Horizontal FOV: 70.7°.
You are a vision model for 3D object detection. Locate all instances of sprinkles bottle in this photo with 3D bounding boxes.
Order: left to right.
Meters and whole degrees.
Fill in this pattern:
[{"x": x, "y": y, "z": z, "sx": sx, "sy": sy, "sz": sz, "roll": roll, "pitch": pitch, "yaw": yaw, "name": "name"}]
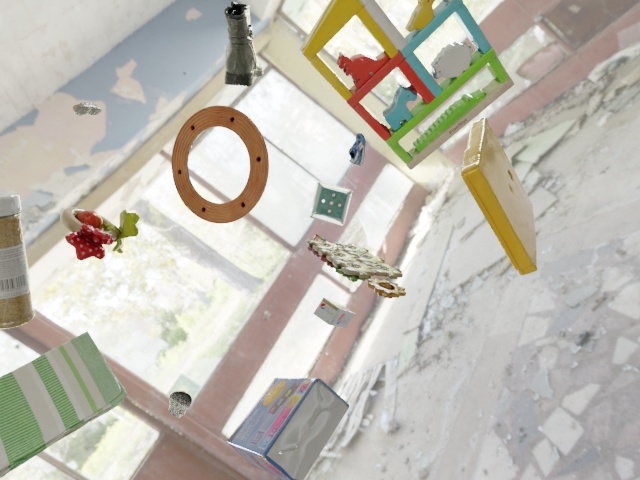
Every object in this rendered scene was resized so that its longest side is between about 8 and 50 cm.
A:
[{"x": -0.837, "y": 0.050, "z": 1.178, "sx": 0.121, "sy": 0.122, "sz": 0.354, "roll": -82, "pitch": -5, "yaw": -73, "name": "sprinkles bottle"}]

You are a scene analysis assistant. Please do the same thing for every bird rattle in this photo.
[{"x": -0.680, "y": -0.026, "z": 1.348, "sx": 0.143, "sy": 0.207, "sz": 0.253, "roll": -60, "pitch": -8, "yaw": 17, "name": "bird rattle"}]

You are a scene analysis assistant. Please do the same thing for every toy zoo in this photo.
[{"x": 0.110, "y": -0.251, "z": 0.608, "sx": 0.192, "sy": 0.293, "sz": 0.030, "roll": -41, "pitch": 33, "yaw": 19, "name": "toy zoo"}]

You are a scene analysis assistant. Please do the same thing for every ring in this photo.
[{"x": -0.291, "y": -0.216, "z": 1.303, "sx": 0.336, "sy": 0.336, "sz": 0.032, "roll": -49, "pitch": -13, "yaw": 22, "name": "ring"}]

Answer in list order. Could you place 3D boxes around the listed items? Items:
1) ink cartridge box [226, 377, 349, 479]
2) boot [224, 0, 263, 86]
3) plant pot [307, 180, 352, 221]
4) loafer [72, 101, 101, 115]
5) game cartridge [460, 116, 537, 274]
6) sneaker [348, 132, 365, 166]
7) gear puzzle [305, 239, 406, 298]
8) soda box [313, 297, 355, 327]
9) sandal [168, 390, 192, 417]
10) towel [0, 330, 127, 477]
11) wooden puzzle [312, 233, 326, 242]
[{"x": -0.125, "y": 0.582, "z": 1.427, "sx": 0.270, "sy": 0.151, "sz": 0.395, "roll": -49, "pitch": 9, "yaw": -31, "name": "ink cartridge box"}, {"x": -0.173, "y": -0.456, "z": 1.029, "sx": 0.246, "sy": 0.084, "sz": 0.161, "roll": -96, "pitch": 10, "yaw": -59, "name": "boot"}, {"x": 0.044, "y": -0.154, "z": 1.880, "sx": 0.234, "sy": 0.166, "sz": 0.165, "roll": -100, "pitch": 24, "yaw": -85, "name": "plant pot"}, {"x": -0.805, "y": -0.453, "z": 1.541, "sx": 0.045, "sy": 0.039, "sz": 0.125, "roll": -40, "pitch": 3, "yaw": 16, "name": "loafer"}, {"x": 0.418, "y": -0.111, "z": 1.049, "sx": 0.053, "sy": 0.285, "sz": 0.323, "roll": -24, "pitch": 20, "yaw": 35, "name": "game cartridge"}, {"x": 0.148, "y": -0.376, "z": 1.839, "sx": 0.053, "sy": 0.059, "sz": 0.144, "roll": 144, "pitch": 131, "yaw": -68, "name": "sneaker"}, {"x": 0.099, "y": 0.072, "z": 1.088, "sx": 0.339, "sy": 0.176, "sz": 0.044, "roll": 36, "pitch": 117, "yaw": 59, "name": "gear puzzle"}, {"x": 0.053, "y": 0.262, "z": 1.611, "sx": 0.069, "sy": 0.074, "sz": 0.216, "roll": -57, "pitch": -23, "yaw": -1, "name": "soda box"}, {"x": -0.422, "y": 0.485, "z": 1.362, "sx": 0.040, "sy": 0.067, "sz": 0.179, "roll": -59, "pitch": 1, "yaw": -43, "name": "sandal"}, {"x": -0.711, "y": 0.408, "z": 1.169, "sx": 0.325, "sy": 0.248, "sz": 0.038, "roll": -30, "pitch": -26, "yaw": -32, "name": "towel"}, {"x": 0.000, "y": 0.000, "z": 1.427, "sx": 0.006, "sy": 0.049, "sz": 0.083, "roll": -55, "pitch": 2, "yaw": -15, "name": "wooden puzzle"}]
